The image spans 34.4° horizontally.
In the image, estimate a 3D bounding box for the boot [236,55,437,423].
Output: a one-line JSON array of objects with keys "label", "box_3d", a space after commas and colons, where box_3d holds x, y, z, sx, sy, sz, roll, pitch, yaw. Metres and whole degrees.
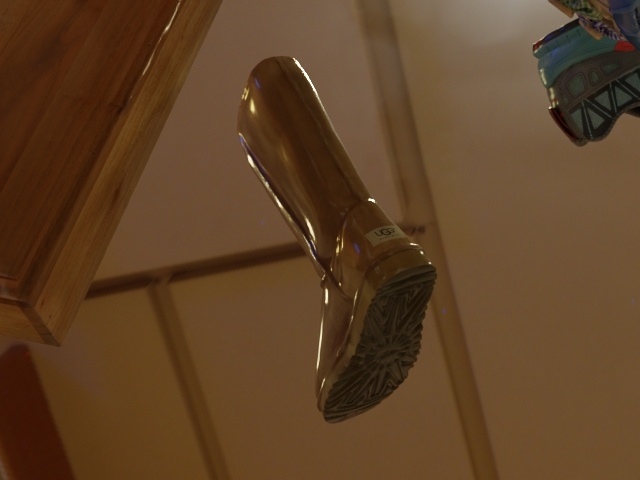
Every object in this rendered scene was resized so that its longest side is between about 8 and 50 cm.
[{"label": "boot", "box_3d": [0.000, 0.000, 0.961, 0.089, 0.269, 0.236, -9, -41, -30]}]

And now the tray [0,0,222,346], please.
[{"label": "tray", "box_3d": [-0.239, -0.120, 0.880, 0.203, 0.411, 0.076, 9, -32, 16]}]

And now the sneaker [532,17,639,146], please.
[{"label": "sneaker", "box_3d": [0.317, -0.143, 0.884, 0.262, 0.104, 0.125, -12, -89, 0]}]

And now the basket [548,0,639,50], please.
[{"label": "basket", "box_3d": [0.271, -0.220, 0.705, 0.289, 0.255, 0.201, 22, -81, 32]}]
